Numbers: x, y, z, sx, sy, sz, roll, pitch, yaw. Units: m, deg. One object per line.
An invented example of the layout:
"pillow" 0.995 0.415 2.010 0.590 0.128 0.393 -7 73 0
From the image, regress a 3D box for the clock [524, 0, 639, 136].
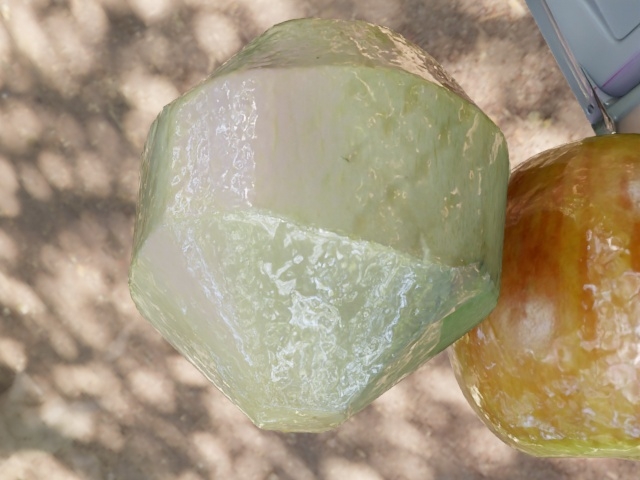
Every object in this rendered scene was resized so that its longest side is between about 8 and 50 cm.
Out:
"clock" 0.264 -0.206 0.795 0.253 0.083 0.186 -47 57 47

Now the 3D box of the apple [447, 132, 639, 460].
"apple" 0.232 0.049 0.775 0.286 0.286 0.233 -15 68 49

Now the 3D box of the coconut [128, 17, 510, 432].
"coconut" 0.000 0.000 0.656 0.259 0.259 0.259 25 137 26
